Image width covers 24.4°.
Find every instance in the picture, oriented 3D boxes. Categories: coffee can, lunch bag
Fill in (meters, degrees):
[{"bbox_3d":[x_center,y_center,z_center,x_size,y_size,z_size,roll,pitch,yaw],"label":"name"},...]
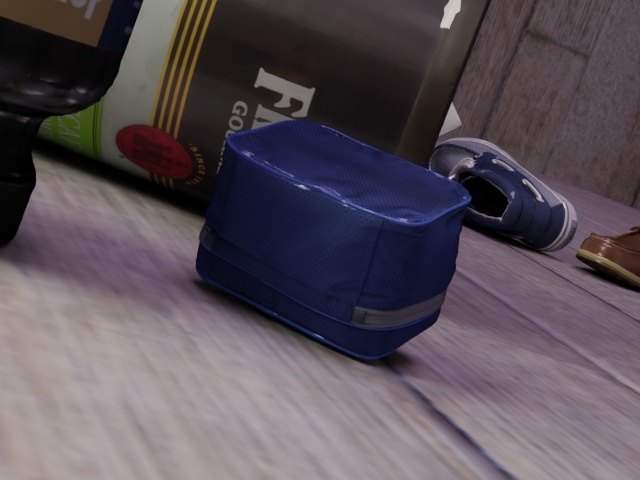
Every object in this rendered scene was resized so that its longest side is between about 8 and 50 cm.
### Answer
[{"bbox_3d":[-0.059,-0.124,0.755,0.275,0.201,0.201,21,7,3],"label":"coffee can"},{"bbox_3d":[0.000,0.000,0.557,0.098,0.065,0.067,26,24,26],"label":"lunch bag"}]

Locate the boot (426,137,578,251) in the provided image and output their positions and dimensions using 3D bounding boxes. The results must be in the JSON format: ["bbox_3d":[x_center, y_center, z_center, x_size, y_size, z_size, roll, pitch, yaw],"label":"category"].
[{"bbox_3d":[0.136,-0.052,1.293,0.086,0.069,0.190,19,9,-40],"label":"boot"}]

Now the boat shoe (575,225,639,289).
[{"bbox_3d":[0.281,0.010,1.281,0.064,0.060,0.178,27,10,41],"label":"boat shoe"}]

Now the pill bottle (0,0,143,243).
[{"bbox_3d":[-0.109,-0.116,0.484,0.123,0.219,0.123,20,7,-3],"label":"pill bottle"}]

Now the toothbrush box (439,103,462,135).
[{"bbox_3d":[0.006,-0.170,1.193,0.283,0.122,0.206,-107,172,-81],"label":"toothbrush box"}]
